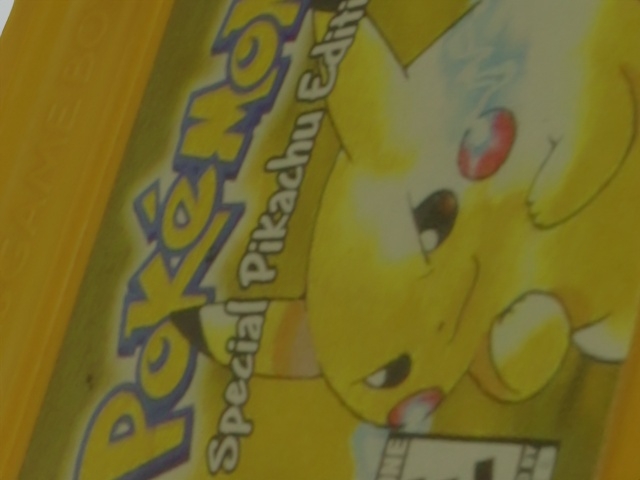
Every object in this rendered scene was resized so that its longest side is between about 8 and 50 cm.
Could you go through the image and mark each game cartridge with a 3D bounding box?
[{"bbox_3d":[0.000,0.000,0.426,0.324,0.053,0.285,-2,-114,49],"label":"game cartridge"}]
